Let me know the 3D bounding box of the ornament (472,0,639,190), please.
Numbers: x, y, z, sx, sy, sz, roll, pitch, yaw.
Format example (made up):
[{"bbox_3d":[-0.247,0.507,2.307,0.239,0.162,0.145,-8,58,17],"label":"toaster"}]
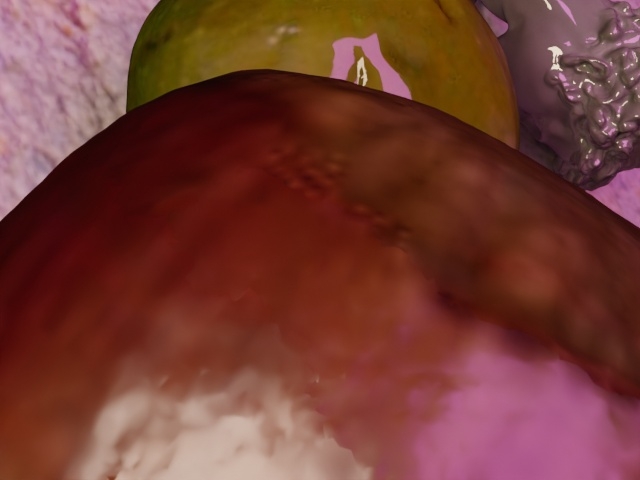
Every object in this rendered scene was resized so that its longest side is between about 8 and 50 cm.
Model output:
[{"bbox_3d":[0.153,-0.172,1.241,0.285,0.130,0.120,53,33,-3],"label":"ornament"}]

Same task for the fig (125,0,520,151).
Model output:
[{"bbox_3d":[0.019,-0.023,1.001,0.233,0.233,0.314,-32,98,-44],"label":"fig"}]

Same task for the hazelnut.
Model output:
[{"bbox_3d":[0.003,0.143,0.754,0.421,0.353,0.420,-1,93,-24],"label":"hazelnut"}]
